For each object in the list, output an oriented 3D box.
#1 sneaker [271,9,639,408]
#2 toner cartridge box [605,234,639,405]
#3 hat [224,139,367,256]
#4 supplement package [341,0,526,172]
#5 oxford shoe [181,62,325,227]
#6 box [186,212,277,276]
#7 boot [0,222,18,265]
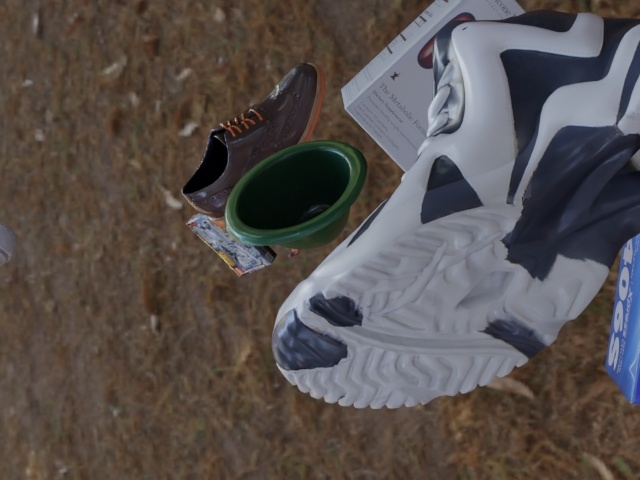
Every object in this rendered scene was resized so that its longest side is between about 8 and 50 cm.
[{"bbox_3d":[0.071,-0.030,0.450,0.235,0.094,0.153,-40,28,7],"label":"sneaker"},{"bbox_3d":[0.398,0.003,1.089,0.075,0.165,0.348,7,96,5],"label":"toner cartridge box"},{"bbox_3d":[0.000,0.000,1.124,0.172,0.184,0.209,-13,37,16],"label":"hat"},{"bbox_3d":[0.161,-0.222,1.250,0.244,0.139,0.134,-43,15,13],"label":"supplement package"},{"bbox_3d":[-0.092,-0.147,1.351,0.097,0.098,0.271,33,90,45],"label":"oxford shoe"},{"bbox_3d":[-0.151,-0.002,1.626,0.094,0.027,0.137,-22,119,45],"label":"box"},{"bbox_3d":[-0.378,0.050,0.901,0.258,0.095,0.124,-13,56,47],"label":"boot"}]
